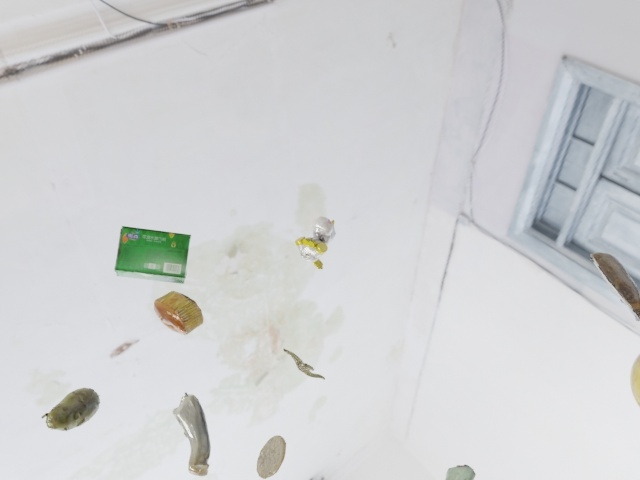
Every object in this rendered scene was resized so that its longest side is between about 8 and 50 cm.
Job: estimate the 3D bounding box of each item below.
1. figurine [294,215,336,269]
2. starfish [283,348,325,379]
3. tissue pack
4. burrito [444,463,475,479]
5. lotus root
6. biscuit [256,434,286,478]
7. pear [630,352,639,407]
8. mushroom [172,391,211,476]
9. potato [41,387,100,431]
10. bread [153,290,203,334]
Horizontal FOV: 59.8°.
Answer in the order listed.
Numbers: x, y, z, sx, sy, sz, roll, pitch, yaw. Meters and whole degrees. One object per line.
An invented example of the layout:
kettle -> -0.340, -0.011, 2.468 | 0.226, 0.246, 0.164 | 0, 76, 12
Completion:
figurine -> -0.001, -0.007, 1.753 | 0.178, 0.109, 0.130 | -63, -31, -31
starfish -> -0.070, 0.521, 2.315 | 0.050, 0.223, 0.217 | -59, 12, -20
tissue pack -> -0.519, 0.052, 1.733 | 0.209, 0.148, 0.156 | 7, -16, -14
burrito -> 0.505, 0.959, 2.092 | 0.144, 0.089, 0.229 | -40, 7, 47
lotus root -> 1.061, 0.151, 1.953 | 0.078, 0.329, 0.167 | -36, -60, 19
biscuit -> -0.167, 0.741, 1.903 | 0.020, 0.152, 0.152 | 38, -88, -27
pear -> 0.942, 0.370, 1.411 | 0.280, 0.280, 0.281 | -30, -38, -27
mushroom -> -0.407, 0.623, 1.797 | 0.099, 0.278, 0.096 | -34, -33, 15
potato -> -0.840, 0.577, 1.891 | 0.090, 0.117, 0.225 | -27, -2, 20
bread -> -0.532, 0.271, 2.061 | 0.114, 0.190, 0.132 | -35, -49, -34
